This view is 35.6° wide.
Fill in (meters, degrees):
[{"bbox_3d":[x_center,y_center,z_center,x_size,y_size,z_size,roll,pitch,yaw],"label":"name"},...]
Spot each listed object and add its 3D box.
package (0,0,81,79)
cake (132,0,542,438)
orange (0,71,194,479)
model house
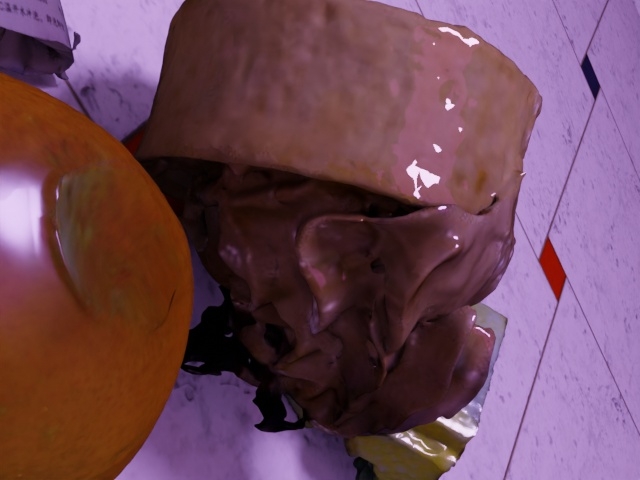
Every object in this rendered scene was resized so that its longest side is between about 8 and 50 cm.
[{"bbox_3d":[-0.231,-0.227,0.678,0.251,0.062,0.204,42,30,-89],"label":"package"},{"bbox_3d":[-0.004,-0.002,0.803,0.332,0.332,0.321,21,78,-52],"label":"cake"},{"bbox_3d":[-0.197,0.036,0.606,0.334,0.196,0.263,51,49,-52],"label":"orange"},{"bbox_3d":[0.044,0.125,0.995,0.211,0.170,0.194,33,50,-8],"label":"model house"}]
